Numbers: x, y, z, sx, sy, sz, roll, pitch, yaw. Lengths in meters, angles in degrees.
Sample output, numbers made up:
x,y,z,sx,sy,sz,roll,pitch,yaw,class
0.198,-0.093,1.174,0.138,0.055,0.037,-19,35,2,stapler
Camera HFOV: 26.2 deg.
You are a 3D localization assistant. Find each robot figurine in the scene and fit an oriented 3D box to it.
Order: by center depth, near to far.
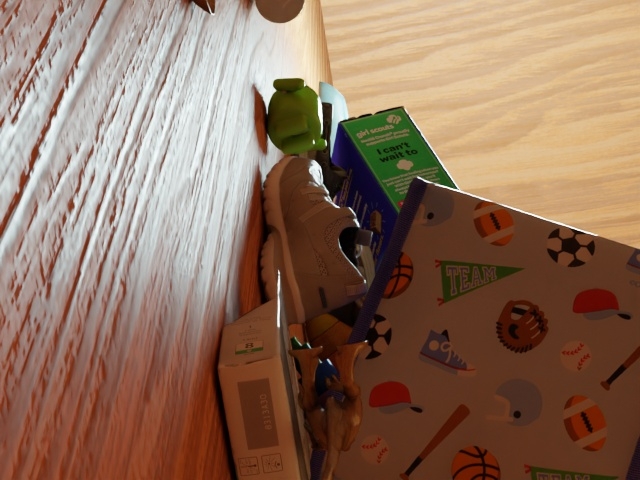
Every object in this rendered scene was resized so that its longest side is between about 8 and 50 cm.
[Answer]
x,y,z,sx,sy,sz,roll,pitch,yaw,class
-0.031,-0.149,1.670,0.115,0.067,0.101,-91,161,-58,robot figurine

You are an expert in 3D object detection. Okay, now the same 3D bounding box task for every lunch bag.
x,y,z,sx,sy,sz,roll,pitch,yaw,class
0.183,0.182,1.400,0.239,0.328,0.385,53,56,-68,lunch bag

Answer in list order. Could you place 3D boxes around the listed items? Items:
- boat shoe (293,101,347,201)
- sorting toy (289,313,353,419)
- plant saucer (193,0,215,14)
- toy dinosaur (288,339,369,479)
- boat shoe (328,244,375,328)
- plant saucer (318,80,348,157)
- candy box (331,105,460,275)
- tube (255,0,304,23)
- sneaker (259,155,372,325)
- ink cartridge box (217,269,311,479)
x,y,z,sx,sy,sz,roll,pitch,yaw,class
0.002,-0.093,2.001,0.080,0.073,0.223,-79,161,-77,boat shoe
0.006,0.142,1.684,0.126,0.127,0.365,54,5,3,sorting toy
-0.103,-0.229,1.153,0.083,0.015,0.083,-8,90,-87,plant saucer
0.013,0.136,1.047,0.211,0.064,0.112,49,34,-88,toy dinosaur
0.042,0.154,1.918,0.123,0.123,0.342,-67,149,-61,boat shoe
0.038,-0.131,2.481,0.317,0.044,0.317,-7,90,-86,plant saucer
0.120,0.008,2.035,0.317,0.122,0.268,58,-27,35,candy box
-0.058,-0.330,1.754,0.070,0.062,0.240,-53,-164,16,tube
0.000,0.000,1.485,0.281,0.115,0.105,-92,173,-55,sneaker
-0.043,0.141,1.131,0.224,0.056,0.181,-102,-177,-74,ink cartridge box
